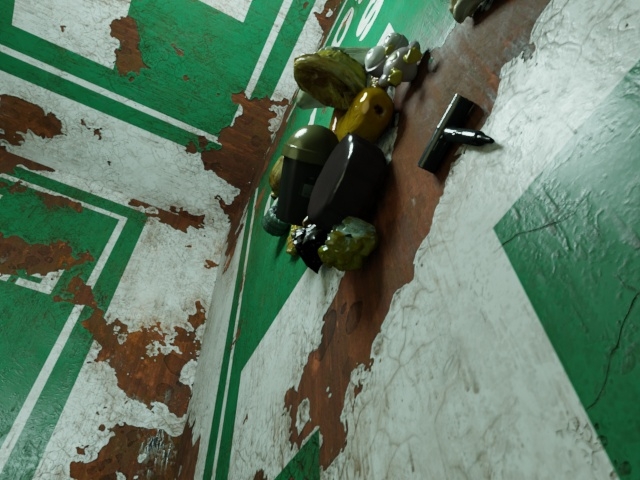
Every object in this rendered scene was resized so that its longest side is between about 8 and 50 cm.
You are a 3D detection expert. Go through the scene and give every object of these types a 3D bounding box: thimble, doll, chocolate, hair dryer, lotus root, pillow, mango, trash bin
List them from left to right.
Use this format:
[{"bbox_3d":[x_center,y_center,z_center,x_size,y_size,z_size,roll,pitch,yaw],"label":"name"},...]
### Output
[{"bbox_3d":[-0.192,-0.087,2.224,0.090,0.118,0.135,-53,6,29],"label":"thimble"},{"bbox_3d":[-0.177,-0.305,2.424,0.260,0.128,0.145,-61,28,29],"label":"lotus root"},{"bbox_3d":[-0.036,-0.223,1.700,0.214,0.214,0.334,-124,43,-70],"label":"trash bin"},{"bbox_3d":[0.000,0.000,1.556,0.133,0.156,0.156,-33,28,14],"label":"chocolate"},{"bbox_3d":[0.059,-0.608,1.873,0.322,0.120,0.255,-27,-24,-50],"label":"pillow"},{"bbox_3d":[0.135,-0.365,1.551,0.295,0.120,0.177,154,131,-74],"label":"mango"},{"bbox_3d":[0.222,-0.548,1.529,0.160,0.094,0.365,-47,26,19],"label":"doll"},{"bbox_3d":[0.281,-0.195,1.025,0.195,0.050,0.173,-109,40,-60],"label":"hair dryer"}]

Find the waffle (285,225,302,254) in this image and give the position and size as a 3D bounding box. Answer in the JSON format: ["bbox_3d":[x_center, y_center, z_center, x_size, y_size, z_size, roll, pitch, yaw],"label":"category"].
[{"bbox_3d":[-0.087,-0.027,1.959,0.191,0.038,0.191,-57,20,35],"label":"waffle"}]

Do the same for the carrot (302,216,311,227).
[{"bbox_3d":[-0.002,-0.086,1.556,0.057,0.057,0.224,-58,-12,31],"label":"carrot"}]

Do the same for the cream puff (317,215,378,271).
[{"bbox_3d":[0.071,0.016,1.283,0.156,0.121,0.156,-56,-3,-4],"label":"cream puff"}]

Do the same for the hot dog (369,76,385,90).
[{"bbox_3d":[0.195,-0.539,1.693,0.071,0.045,0.165,136,149,-59],"label":"hot dog"}]

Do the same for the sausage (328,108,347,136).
[{"bbox_3d":[0.087,-0.433,1.807,0.105,0.105,0.274,-37,35,60],"label":"sausage"}]

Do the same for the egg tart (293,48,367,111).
[{"bbox_3d":[0.044,-0.531,1.636,0.115,0.290,0.290,-66,16,-9],"label":"egg tart"}]

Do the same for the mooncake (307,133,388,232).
[{"bbox_3d":[0.078,-0.151,1.418,0.283,0.141,0.283,-58,15,26],"label":"mooncake"}]

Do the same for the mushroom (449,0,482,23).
[{"bbox_3d":[0.387,-0.577,1.076,0.351,0.095,0.123,-169,82,-75],"label":"mushroom"}]
